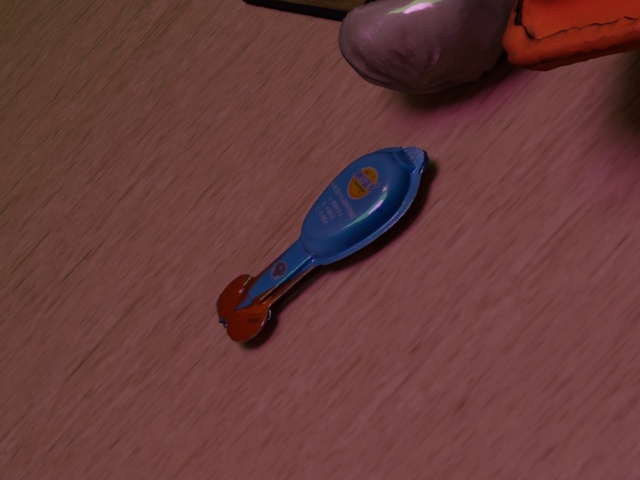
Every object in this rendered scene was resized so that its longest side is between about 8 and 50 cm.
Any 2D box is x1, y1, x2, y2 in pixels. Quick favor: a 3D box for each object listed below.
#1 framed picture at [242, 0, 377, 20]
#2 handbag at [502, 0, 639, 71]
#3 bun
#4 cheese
[{"bbox_3d":[0.068,-0.405,1.358,0.338,0.014,0.255,-54,38,-8],"label":"framed picture"},{"bbox_3d":[0.337,-0.224,0.763,0.410,0.116,0.303,-2,21,44],"label":"handbag"},{"bbox_3d":[0.113,-0.192,1.057,0.183,0.102,0.183,-18,13,4],"label":"bun"},{"bbox_3d":[0.000,0.000,1.054,0.256,0.037,0.106,-42,37,10],"label":"cheese"}]
